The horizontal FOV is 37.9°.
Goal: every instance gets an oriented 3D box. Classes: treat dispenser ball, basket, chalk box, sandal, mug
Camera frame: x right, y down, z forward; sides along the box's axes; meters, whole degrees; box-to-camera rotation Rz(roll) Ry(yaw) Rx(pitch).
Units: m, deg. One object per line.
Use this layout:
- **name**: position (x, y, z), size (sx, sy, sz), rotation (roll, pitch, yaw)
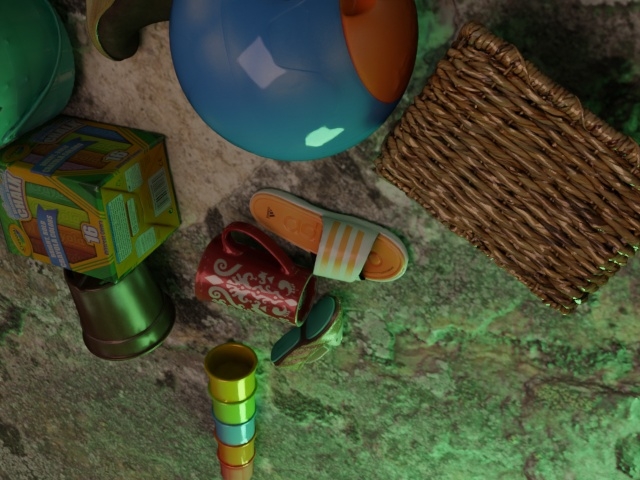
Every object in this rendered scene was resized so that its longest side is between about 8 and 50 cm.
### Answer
- **treat dispenser ball**: position (-0.031, -0.235, 1.075), size (0.288, 0.288, 0.288), rotation (16, 129, 21)
- **basket**: position (0.253, -0.110, 1.047), size (0.299, 0.213, 0.223), rotation (37, 131, 3)
- **chalk box**: position (-0.403, -0.078, 1.495), size (0.289, 0.179, 0.180), rotation (12, 127, 24)
- **sandal**: position (-0.002, 0.008, 1.381), size (0.265, 0.076, 0.102), rotation (21, 131, 17)
- **mug**: position (-0.099, 0.059, 1.448), size (0.169, 0.113, 0.150), rotation (18, 156, 15)

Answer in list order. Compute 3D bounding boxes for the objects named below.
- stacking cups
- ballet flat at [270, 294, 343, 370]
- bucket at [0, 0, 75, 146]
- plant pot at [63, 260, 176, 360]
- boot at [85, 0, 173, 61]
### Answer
- **stacking cups**: position (-0.152, 0.332, 1.702), size (0.096, 0.096, 0.316), rotation (16, 131, 21)
- **ballet flat**: position (-0.005, 0.153, 1.509), size (0.067, 0.073, 0.206), rotation (23, 141, -22)
- **bucket**: position (-0.520, -0.268, 1.401), size (0.281, 0.183, 0.281), rotation (13, 119, 25)
- **plant pot**: position (-0.346, 0.088, 1.566), size (0.167, 0.167, 0.165), rotation (13, 141, 24)
- **boot**: position (-0.210, -0.314, 1.265), size (0.207, 0.090, 0.248), rotation (11, 153, 3)
